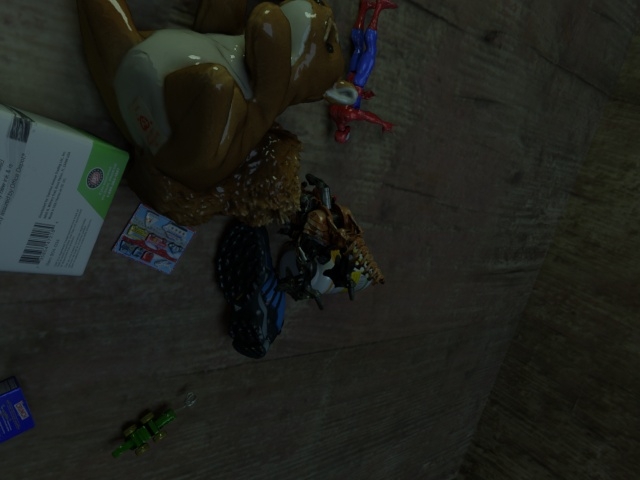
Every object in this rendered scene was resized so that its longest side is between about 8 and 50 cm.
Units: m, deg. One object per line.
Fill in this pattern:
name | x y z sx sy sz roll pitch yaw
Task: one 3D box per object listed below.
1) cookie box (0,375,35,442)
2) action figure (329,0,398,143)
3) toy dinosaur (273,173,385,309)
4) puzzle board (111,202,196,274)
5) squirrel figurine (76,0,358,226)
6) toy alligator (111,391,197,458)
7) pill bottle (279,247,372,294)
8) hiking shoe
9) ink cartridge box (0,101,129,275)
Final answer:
cookie box | -0.527 0.283 0.837 0.107 0.040 0.092 -22 125 -34
action figure | 0.106 -0.326 1.068 0.139 0.091 0.281 11 104 -34
toy dinosaur | 0.000 0.000 0.977 0.164 0.322 0.219 0 116 -12
puzzle board | -0.291 0.001 0.931 0.128 0.011 0.096 33 88 -48
squirrel figurine | -0.123 -0.212 0.839 0.370 0.281 0.397 -34 147 -40
toy alligator | -0.335 0.377 1.071 0.189 0.056 0.051 -33 173 -28
pill bottle | 0.014 0.063 1.181 0.208 0.117 0.118 -1 112 -44
hiking shoe | -0.135 0.087 1.083 0.132 0.113 0.304 -42 139 -58
ink cartridge box | -0.413 -0.071 0.659 0.272 0.114 0.198 15 102 -60
